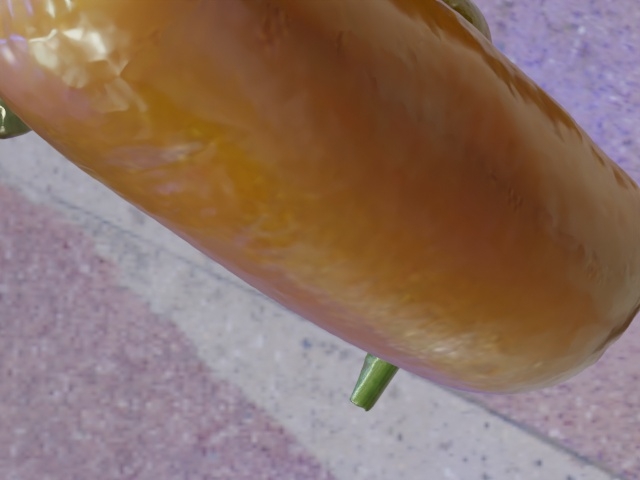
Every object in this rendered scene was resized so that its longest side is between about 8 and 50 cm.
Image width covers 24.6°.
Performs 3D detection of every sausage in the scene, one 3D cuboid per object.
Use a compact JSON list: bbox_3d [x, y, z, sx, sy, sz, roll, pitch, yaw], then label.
[{"bbox_3d":[0.008,-0.024,0.409,0.098,0.238,0.098,-28,46,33],"label":"sausage"}]

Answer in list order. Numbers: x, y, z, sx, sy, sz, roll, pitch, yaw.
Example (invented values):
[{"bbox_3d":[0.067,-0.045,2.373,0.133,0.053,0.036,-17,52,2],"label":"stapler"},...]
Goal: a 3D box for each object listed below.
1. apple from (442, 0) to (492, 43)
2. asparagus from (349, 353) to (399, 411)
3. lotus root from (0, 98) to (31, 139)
[{"bbox_3d":[0.080,-0.178,1.406,0.147,0.163,0.146,-55,8,-11],"label":"apple"},{"bbox_3d":[0.092,0.124,1.743,0.045,0.041,0.178,41,106,24],"label":"asparagus"},{"bbox_3d":[-0.361,-0.244,1.158,0.375,0.390,0.111,-17,33,18],"label":"lotus root"}]
